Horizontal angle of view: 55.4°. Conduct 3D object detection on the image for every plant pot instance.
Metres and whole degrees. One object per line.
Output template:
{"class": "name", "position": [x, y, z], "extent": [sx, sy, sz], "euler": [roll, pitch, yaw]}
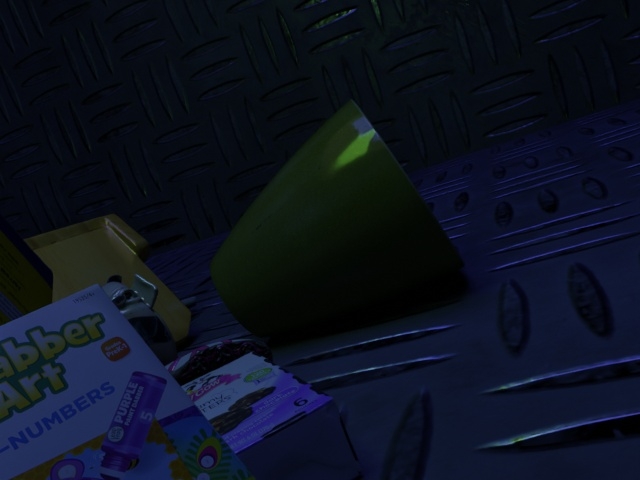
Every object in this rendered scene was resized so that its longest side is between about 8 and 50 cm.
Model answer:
{"class": "plant pot", "position": [0.000, 0.000, 0.858], "extent": [0.294, 0.274, 0.275], "euler": [-34, 8, 8]}

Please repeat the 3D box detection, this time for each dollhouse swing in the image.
{"class": "dollhouse swing", "position": [-0.451, 0.159, 1.054], "extent": [0.347, 0.305, 0.315], "euler": [-26, -15, -48]}

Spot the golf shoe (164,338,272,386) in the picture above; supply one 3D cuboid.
{"class": "golf shoe", "position": [-0.148, 0.160, 0.733], "extent": [0.186, 0.067, 0.086], "euler": [-21, 8, -3]}

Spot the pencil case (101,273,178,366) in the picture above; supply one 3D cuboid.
{"class": "pencil case", "position": [-0.369, 0.184, 0.705], "extent": [0.160, 0.183, 0.410], "euler": [26, 37, 34]}

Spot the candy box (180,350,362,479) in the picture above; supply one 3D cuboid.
{"class": "candy box", "position": [-0.087, 0.175, 0.514], "extent": [0.165, 0.070, 0.196], "euler": [-24, 11, -22]}

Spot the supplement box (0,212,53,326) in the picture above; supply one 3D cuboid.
{"class": "supplement box", "position": [-0.341, 0.124, 0.452], "extent": [0.194, 0.195, 0.356], "euler": [-21, 45, -1]}

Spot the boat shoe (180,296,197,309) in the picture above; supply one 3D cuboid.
{"class": "boat shoe", "position": [-0.303, 0.152, 1.188], "extent": [0.142, 0.040, 0.049], "euler": [-25, 1, -27]}

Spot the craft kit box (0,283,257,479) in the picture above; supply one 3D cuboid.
{"class": "craft kit box", "position": [-0.136, 0.162, 0.245], "extent": [0.250, 0.247, 0.061], "euler": [-28, -31, -39]}
